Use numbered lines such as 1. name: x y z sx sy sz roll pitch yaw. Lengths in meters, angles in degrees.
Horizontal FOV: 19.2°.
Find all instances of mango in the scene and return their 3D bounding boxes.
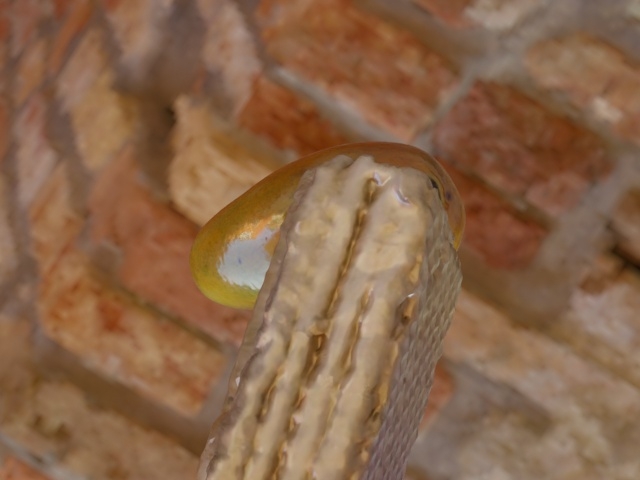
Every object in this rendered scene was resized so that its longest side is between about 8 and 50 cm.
1. mango: 0.001 -0.002 1.071 0.111 0.163 0.089 66 -168 -67

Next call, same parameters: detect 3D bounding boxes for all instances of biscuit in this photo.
1. biscuit: -0.010 0.091 0.667 0.062 0.239 0.108 15 166 13
